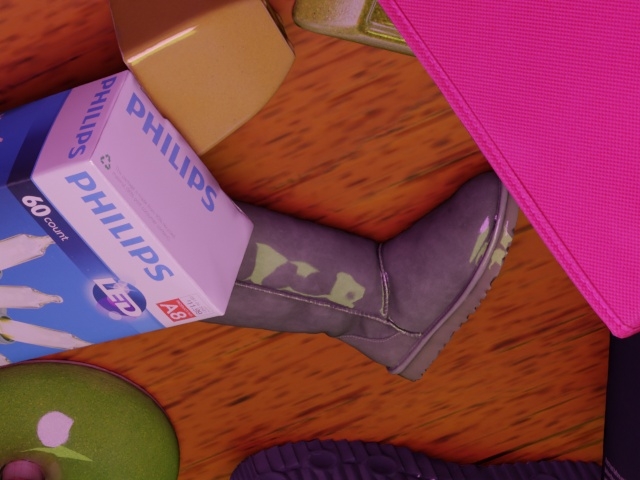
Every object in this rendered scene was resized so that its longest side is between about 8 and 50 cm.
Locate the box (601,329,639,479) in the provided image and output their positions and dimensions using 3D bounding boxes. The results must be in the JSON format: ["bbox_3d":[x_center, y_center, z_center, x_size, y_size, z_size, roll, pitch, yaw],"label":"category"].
[{"bbox_3d":[0.360,0.092,1.066,0.343,0.179,0.313,2,99,-6],"label":"box"}]

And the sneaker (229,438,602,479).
[{"bbox_3d":[0.083,0.228,1.264,0.319,0.112,0.131,8,124,-10],"label":"sneaker"}]

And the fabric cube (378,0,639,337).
[{"bbox_3d":[0.204,-0.155,0.759,0.259,0.254,0.258,-20,160,-45],"label":"fabric cube"}]

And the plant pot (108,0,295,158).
[{"bbox_3d":[-0.063,-0.113,1.010,0.083,0.081,0.081,-29,125,7],"label":"plant pot"}]

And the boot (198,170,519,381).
[{"bbox_3d":[0.000,0.001,1.116,0.208,0.076,0.190,22,121,-13],"label":"boot"}]

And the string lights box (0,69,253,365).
[{"bbox_3d":[-0.185,0.000,1.036,0.259,0.077,0.133,-14,130,32],"label":"string lights box"}]

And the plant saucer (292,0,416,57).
[{"bbox_3d":[0.099,-0.169,1.000,0.188,0.045,0.188,12,126,-14],"label":"plant saucer"}]

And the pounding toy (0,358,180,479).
[{"bbox_3d":[-0.203,0.202,1.220,0.183,0.110,0.237,28,120,-24],"label":"pounding toy"}]
